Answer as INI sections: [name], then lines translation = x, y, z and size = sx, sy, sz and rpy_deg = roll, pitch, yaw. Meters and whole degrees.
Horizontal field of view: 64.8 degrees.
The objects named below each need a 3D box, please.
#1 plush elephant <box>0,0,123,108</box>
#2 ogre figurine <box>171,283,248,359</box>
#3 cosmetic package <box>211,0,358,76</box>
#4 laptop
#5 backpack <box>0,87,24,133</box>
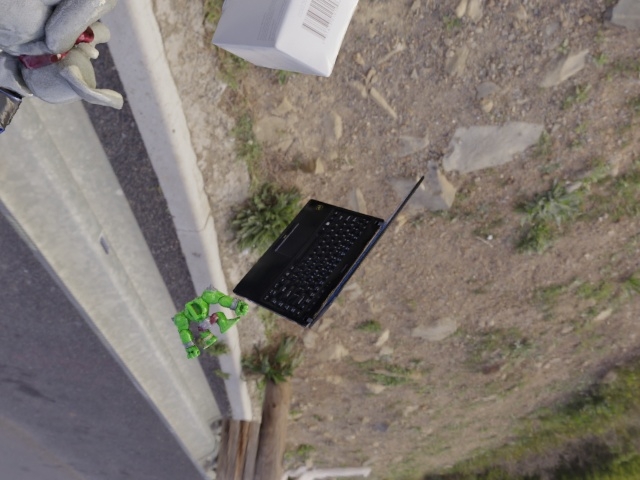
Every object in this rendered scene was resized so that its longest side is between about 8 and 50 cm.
[plush elephant]
translation = -0.446, -0.346, 0.842
size = 0.271, 0.330, 0.255
rpy_deg = 19, 162, 12
[ogre figurine]
translation = -0.286, 0.194, 1.268
size = 0.197, 0.097, 0.118
rpy_deg = -39, 93, 23
[cosmetic package]
translation = -0.096, -0.528, 1.187
size = 0.156, 0.385, 0.217
rpy_deg = 17, 102, -36
[laptop]
translation = 0.000, 0.000, 0.776
size = 0.264, 0.234, 0.137
rpy_deg = 19, 148, 36
[backpack]
translation = -0.678, -0.284, 0.959
size = 0.173, 0.117, 0.158
rpy_deg = 29, -179, 40
